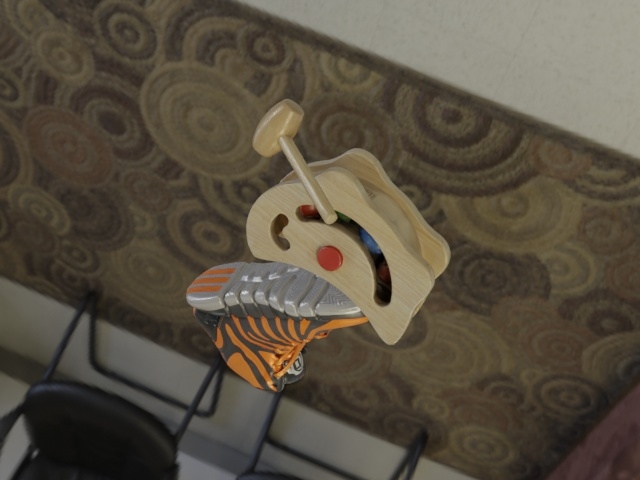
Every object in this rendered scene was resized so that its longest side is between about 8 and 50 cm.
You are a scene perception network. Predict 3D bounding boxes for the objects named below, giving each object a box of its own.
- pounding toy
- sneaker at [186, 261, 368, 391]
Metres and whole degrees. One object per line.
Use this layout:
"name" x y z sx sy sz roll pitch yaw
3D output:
"pounding toy" 0.000 0.000 0.960 0.154 0.155 0.269 -39 93 32
"sneaker" -0.028 0.120 1.299 0.321 0.124 0.180 -1 125 37
